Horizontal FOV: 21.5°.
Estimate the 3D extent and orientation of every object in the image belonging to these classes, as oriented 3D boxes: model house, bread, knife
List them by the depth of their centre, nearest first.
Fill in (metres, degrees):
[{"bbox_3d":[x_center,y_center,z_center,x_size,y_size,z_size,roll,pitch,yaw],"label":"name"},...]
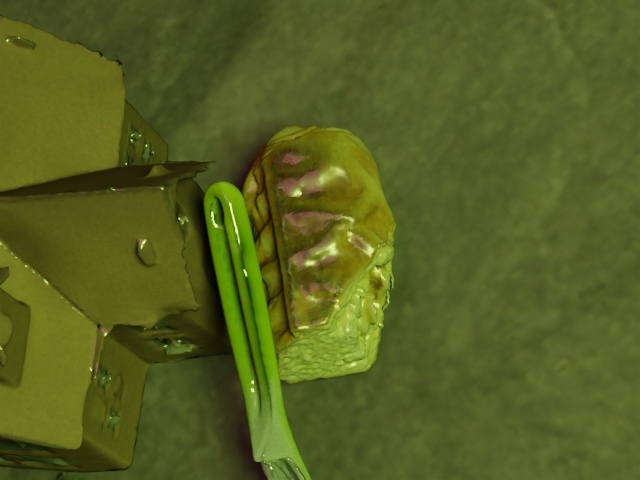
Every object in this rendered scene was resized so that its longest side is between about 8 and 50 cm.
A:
[{"bbox_3d":[-0.143,-0.016,0.679,0.176,0.248,0.181,-3,69,20],"label":"model house"},{"bbox_3d":[-0.022,0.065,0.688,0.022,0.026,0.184,-7,99,32],"label":"knife"},{"bbox_3d":[0.000,0.000,0.726,0.066,0.060,0.110,-31,56,36],"label":"bread"}]
